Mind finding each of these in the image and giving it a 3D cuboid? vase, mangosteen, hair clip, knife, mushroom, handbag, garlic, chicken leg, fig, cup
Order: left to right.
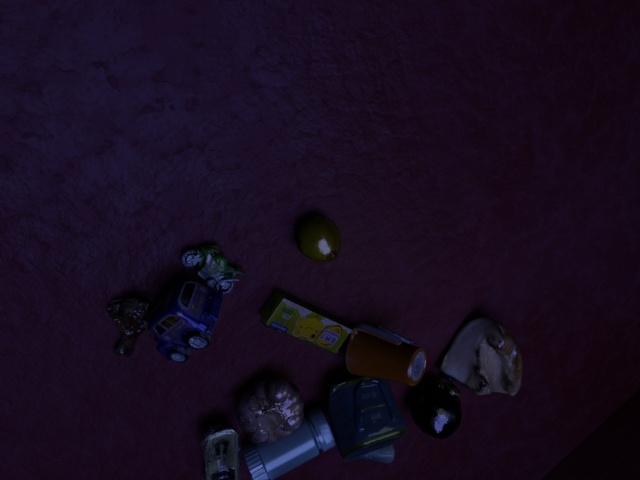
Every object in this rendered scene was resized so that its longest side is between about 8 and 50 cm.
[{"bbox_3d":[-0.535,0.242,1.333,0.125,0.080,0.196,-4,122,-13],"label":"chicken leg"},{"bbox_3d":[-0.351,0.741,1.644,0.138,0.091,0.321,-9,127,-21],"label":"hair clip"},{"bbox_3d":[-0.171,0.572,1.614,0.245,0.160,0.245,-1,108,-3],"label":"garlic"},{"bbox_3d":[-0.004,-0.005,1.443,0.153,0.121,0.136,37,100,-10],"label":"fig"},{"bbox_3d":[0.160,0.638,1.716,0.263,0.241,0.222,-8,147,-25],"label":"handbag"},{"bbox_3d":[0.196,0.889,1.972,0.219,0.096,0.096,13,107,-26],"label":"vase"},{"bbox_3d":[0.220,0.393,1.639,0.182,0.264,0.226,-47,131,-37],"label":"cup"},{"bbox_3d":[0.287,0.370,1.815,0.210,0.015,0.028,32,91,-34],"label":"knife"},{"bbox_3d":[0.487,0.695,1.954,0.243,0.243,0.243,-10,117,-21],"label":"mangosteen"},{"bbox_3d":[0.730,0.508,2.001,0.397,0.224,0.313,25,86,-39],"label":"mushroom"}]

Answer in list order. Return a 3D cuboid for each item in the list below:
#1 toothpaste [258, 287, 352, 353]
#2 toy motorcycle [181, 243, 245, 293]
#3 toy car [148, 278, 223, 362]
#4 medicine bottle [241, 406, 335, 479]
[{"bbox_3d":[-0.047,0.274,1.574,0.327,0.077,0.110,30,96,-33],"label":"toothpaste"},{"bbox_3d":[-0.311,0.074,1.364,0.106,0.074,0.190,-49,124,-8],"label":"toy motorcycle"},{"bbox_3d":[-0.390,0.219,1.312,0.158,0.172,0.235,38,121,-24],"label":"toy car"},{"bbox_3d":[-0.119,0.751,1.714,0.318,0.158,0.158,-22,121,-15],"label":"medicine bottle"}]
